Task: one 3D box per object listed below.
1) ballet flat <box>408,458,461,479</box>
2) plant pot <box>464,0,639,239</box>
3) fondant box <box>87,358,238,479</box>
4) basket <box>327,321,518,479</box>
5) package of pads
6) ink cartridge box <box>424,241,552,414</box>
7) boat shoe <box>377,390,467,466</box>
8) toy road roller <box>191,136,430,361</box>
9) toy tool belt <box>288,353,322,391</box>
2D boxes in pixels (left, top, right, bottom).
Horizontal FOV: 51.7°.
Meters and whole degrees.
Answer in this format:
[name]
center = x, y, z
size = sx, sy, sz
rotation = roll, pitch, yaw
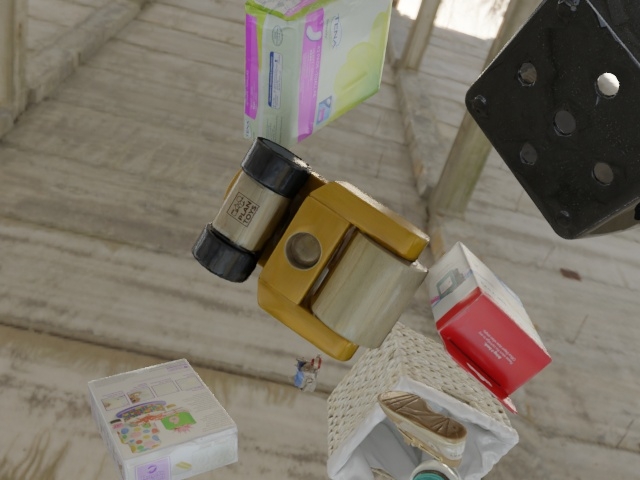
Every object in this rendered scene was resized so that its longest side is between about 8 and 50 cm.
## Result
[ballet flat]
center = 0.251, 0.608, 1.258
size = 0.139, 0.400, 0.139
rotation = -8, 180, 0
[plant pot]
center = 0.216, -0.104, 0.446
size = 0.167, 0.187, 0.188
rotation = -28, -101, -26
[fondant box]
center = -0.355, 0.396, 1.460
size = 0.238, 0.096, 0.330
rotation = -10, -159, -29
[basket]
center = 0.223, 0.433, 1.590
size = 0.328, 0.331, 0.266
rotation = 28, -157, -16
[package of pads]
center = -0.001, -0.303, 1.051
size = 0.101, 0.229, 0.296
rotation = 27, -136, 23
[ink cartridge box]
center = 0.217, 0.107, 0.872
size = 0.134, 0.078, 0.231
rotation = 41, -163, -13
[boat shoe]
center = 0.137, 0.265, 0.931
size = 0.063, 0.059, 0.170
rotation = -9, -165, -27
[toy road roller]
center = 0.000, 0.000, 0.986
size = 0.329, 0.202, 0.240
rotation = 35, -167, 13
[toy tool belt]
center = -0.028, 0.226, 1.143
size = 0.051, 0.083, 0.052
rotation = 12, -134, 1
